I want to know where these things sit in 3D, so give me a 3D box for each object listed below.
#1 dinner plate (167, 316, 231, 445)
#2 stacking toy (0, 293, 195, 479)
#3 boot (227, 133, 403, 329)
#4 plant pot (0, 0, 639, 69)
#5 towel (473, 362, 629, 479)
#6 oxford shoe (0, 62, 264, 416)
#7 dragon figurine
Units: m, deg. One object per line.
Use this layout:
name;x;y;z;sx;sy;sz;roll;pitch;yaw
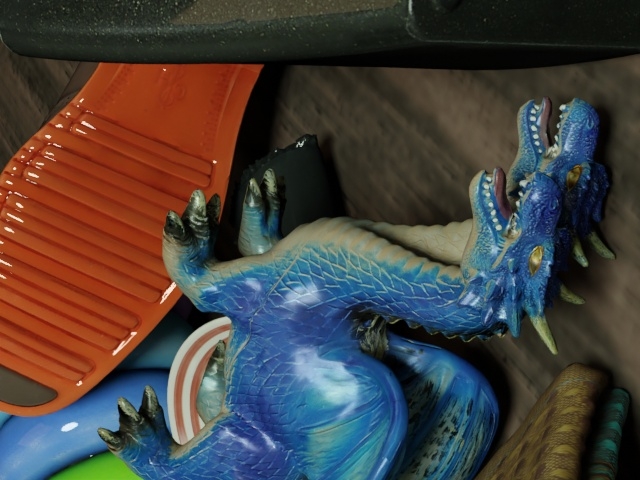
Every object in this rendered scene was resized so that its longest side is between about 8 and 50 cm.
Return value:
dinner plate;-0.007;0.092;0.689;0.141;0.017;0.141;21;127;31
stacking toy;-0.094;0.137;0.793;0.141;0.141;0.330;-51;52;49
boot;0.001;0.000;0.703;0.121;0.045;0.099;-50;44;49
plant pot;0.025;-0.140;0.534;0.167;0.187;0.188;19;107;46
towel;-0.023;0.227;0.511;0.370;0.040;0.271;-56;1;23
oxford shoe;-0.084;-0.044;0.761;0.271;0.097;0.098;-61;9;-2
dragon figurine;0.005;0.069;0.592;0.144;0.085;0.289;30;114;25
